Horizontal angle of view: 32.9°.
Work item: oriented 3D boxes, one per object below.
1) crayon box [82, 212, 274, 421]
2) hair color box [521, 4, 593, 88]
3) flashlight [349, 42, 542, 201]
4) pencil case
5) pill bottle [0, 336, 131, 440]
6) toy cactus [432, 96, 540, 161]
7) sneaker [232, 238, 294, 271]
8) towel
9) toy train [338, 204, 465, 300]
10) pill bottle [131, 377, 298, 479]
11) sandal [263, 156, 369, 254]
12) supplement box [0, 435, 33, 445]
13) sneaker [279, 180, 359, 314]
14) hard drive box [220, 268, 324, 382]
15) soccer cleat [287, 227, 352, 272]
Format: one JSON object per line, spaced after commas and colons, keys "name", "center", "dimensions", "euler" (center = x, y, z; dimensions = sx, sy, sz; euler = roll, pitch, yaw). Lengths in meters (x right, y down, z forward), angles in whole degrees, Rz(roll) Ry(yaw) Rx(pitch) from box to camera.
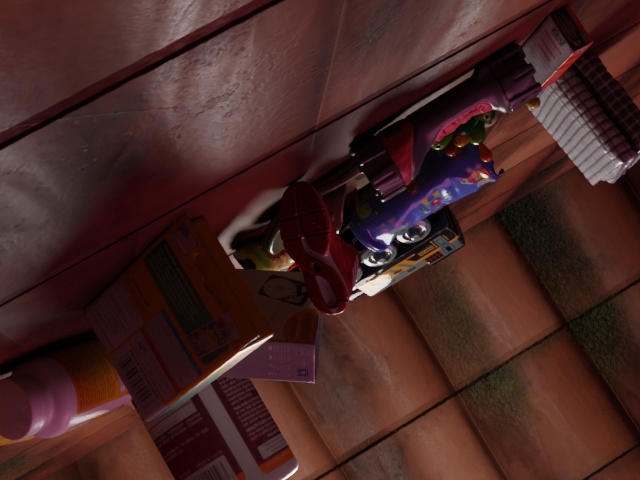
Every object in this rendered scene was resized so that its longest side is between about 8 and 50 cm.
{"name": "crayon box", "center": [-0.201, 0.110, 1.591], "dimensions": [0.083, 0.203, 0.323], "euler": [-23, 168, -47]}
{"name": "hair color box", "center": [0.358, -0.294, 1.677], "dimensions": [0.043, 0.072, 0.141], "euler": [-28, 171, -20]}
{"name": "flashlight", "center": [0.197, -0.178, 1.682], "dimensions": [0.304, 0.103, 0.103], "euler": [-30, 170, -1]}
{"name": "pencil case", "center": [0.195, -0.097, 2.071], "dimensions": [0.306, 0.119, 0.133], "euler": [-33, 149, 19]}
{"name": "pill bottle", "center": [-0.435, 0.251, 1.818], "dimensions": [0.136, 0.136, 0.246], "euler": [-36, 170, 28]}
{"name": "toy cactus", "center": [0.293, -0.215, 1.870], "dimensions": [0.219, 0.112, 0.180], "euler": [-41, 180, 9]}
{"name": "sneaker", "center": [-0.087, 0.019, 1.946], "dimensions": [0.094, 0.081, 0.208], "euler": [-41, 176, 15]}
{"name": "towel", "center": [0.530, -0.234, 2.094], "dimensions": [0.121, 0.235, 0.283], "euler": [-37, 172, 0]}
{"name": "toy train", "center": [0.142, 0.013, 2.274], "dimensions": [0.334, 0.142, 0.190], "euler": [-34, 137, 20]}
{"name": "pill bottle", "center": [-0.231, 0.329, 2.109], "dimensions": [0.224, 0.392, 0.224], "euler": [-30, 171, -5]}
{"name": "sandal", "center": [0.027, -0.061, 1.808], "dimensions": [0.303, 0.086, 0.120], "euler": [-34, 171, 17]}
{"name": "supplement box", "center": [-0.568, 0.328, 1.999], "dimensions": [0.078, 0.080, 0.233], "euler": [-33, 173, 3]}
{"name": "sneaker", "center": [0.000, 0.000, 1.755], "dimensions": [0.087, 0.221, 0.128], "euler": [-9, -165, 16]}
{"name": "hard drive box", "center": [-0.114, 0.136, 1.779], "dimensions": [0.232, 0.089, 0.181], "euler": [2, -143, 4]}
{"name": "soccer cleat", "center": [0.004, 0.051, 2.393], "dimensions": [0.248, 0.083, 0.095], "euler": [-31, 178, 23]}
